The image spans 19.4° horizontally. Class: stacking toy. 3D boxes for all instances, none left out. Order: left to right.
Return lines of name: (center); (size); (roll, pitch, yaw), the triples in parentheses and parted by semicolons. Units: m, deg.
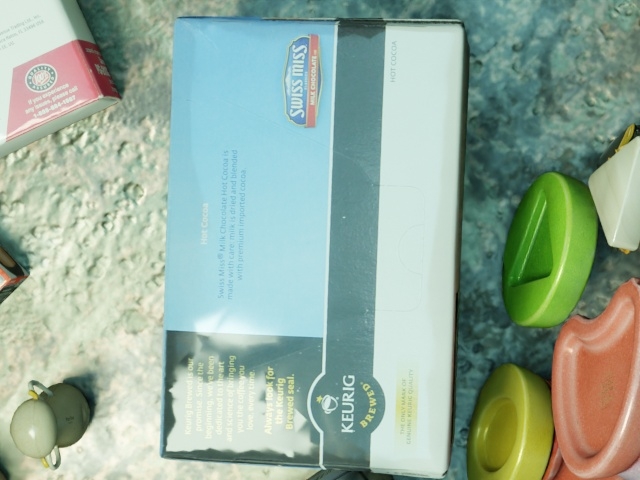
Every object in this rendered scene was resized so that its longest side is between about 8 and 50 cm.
stacking toy: (0.243, 0.080, 1.489); (0.130, 0.309, 0.280); (13, 76, -16)

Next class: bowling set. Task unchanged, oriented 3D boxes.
bowling set: (-0.280, 0.272, 1.581); (0.199, 0.154, 0.287); (-12, 90, 5)

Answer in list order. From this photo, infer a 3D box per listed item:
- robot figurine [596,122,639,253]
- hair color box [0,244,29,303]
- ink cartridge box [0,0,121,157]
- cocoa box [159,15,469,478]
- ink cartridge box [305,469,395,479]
robot figurine: (0.365, -0.061, 1.517); (0.291, 0.085, 0.211); (-23, 59, 7)
hair color box: (-0.322, -0.004, 1.619); (0.043, 0.072, 0.141); (-44, 89, 4)
ink cartridge box: (-0.301, -0.193, 1.598); (0.172, 0.100, 0.237); (-24, 90, 5)
cocoa box: (0.000, 0.000, 1.512); (0.227, 0.231, 0.347); (2, 92, 5)
ink cartridge box: (-0.024, 0.281, 1.493); (0.211, 0.289, 0.121); (-34, 88, 5)
